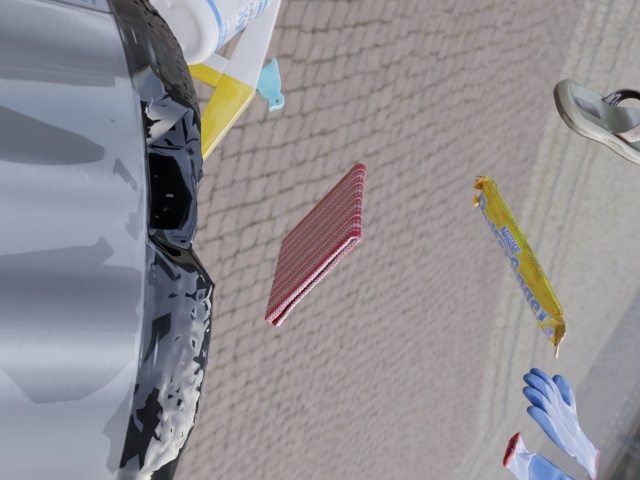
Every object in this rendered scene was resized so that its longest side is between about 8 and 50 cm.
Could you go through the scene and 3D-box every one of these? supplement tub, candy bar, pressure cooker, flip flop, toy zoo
[{"bbox_3d":[-0.088,-0.194,0.735,0.107,0.071,0.071,-50,155,-40],"label":"supplement tub"},{"bbox_3d":[0.152,0.014,0.699,0.018,0.161,0.040,-16,143,-6],"label":"candy bar"},{"bbox_3d":[-0.303,0.008,0.395,0.420,0.370,0.376,6,81,-36],"label":"pressure cooker"},{"bbox_3d":[0.470,-0.195,1.417,0.277,0.112,0.080,16,140,-34],"label":"flip flop"},{"bbox_3d":[-0.166,-0.192,0.852,0.192,0.293,0.030,-63,-178,-1],"label":"toy zoo"}]

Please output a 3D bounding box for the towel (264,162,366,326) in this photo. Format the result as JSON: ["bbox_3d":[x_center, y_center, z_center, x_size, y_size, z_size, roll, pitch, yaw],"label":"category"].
[{"bbox_3d":[0.000,0.000,1.377,0.199,0.031,0.275,-46,-165,22],"label":"towel"}]

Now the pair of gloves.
[{"bbox_3d":[0.274,0.244,1.059,0.023,0.159,0.198,-26,-158,40],"label":"pair of gloves"}]
